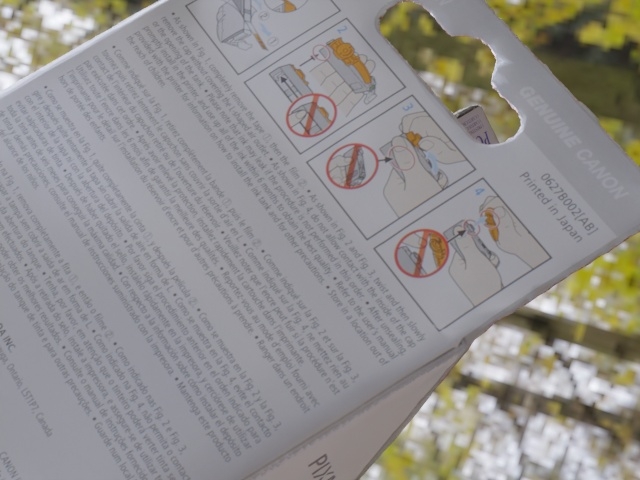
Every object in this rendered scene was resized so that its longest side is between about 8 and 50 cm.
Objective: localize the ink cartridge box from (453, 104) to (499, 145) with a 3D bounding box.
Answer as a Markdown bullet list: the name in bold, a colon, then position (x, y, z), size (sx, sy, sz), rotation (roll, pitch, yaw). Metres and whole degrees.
- **ink cartridge box**: position (0.000, 0.000, 0.869), size (0.207, 0.097, 0.046), rotation (-33, -83, -50)

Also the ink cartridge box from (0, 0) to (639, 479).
- **ink cartridge box**: position (-0.027, 0.001, 0.605), size (0.224, 0.181, 0.056), rotation (-31, -33, -10)
